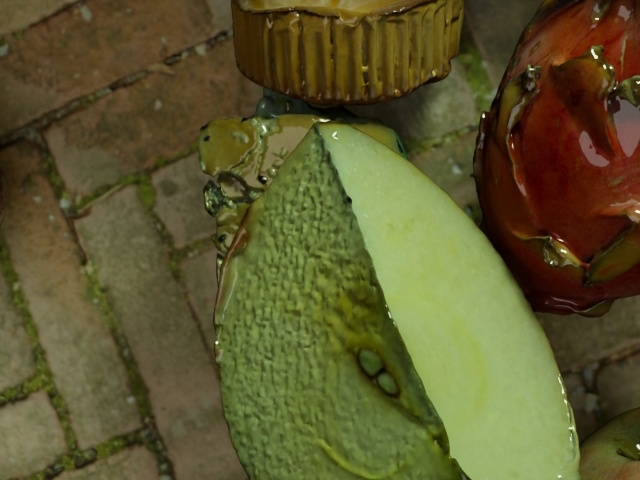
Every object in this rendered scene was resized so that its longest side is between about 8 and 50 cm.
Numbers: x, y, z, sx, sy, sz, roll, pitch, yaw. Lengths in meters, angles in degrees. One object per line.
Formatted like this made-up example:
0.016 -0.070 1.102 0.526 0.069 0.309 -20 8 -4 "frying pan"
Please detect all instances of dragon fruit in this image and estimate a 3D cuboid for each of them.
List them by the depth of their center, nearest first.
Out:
0.238 -0.081 1.313 0.250 0.250 0.315 10 102 12 "dragon fruit"

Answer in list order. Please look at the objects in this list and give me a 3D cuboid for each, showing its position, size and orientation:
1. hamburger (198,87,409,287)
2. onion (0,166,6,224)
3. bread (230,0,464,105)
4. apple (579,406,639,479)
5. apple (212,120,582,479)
0.000 0.000 1.422 0.192 0.168 0.288 -6 99 16 "hamburger"
-0.463 -0.041 1.475 0.354 0.353 0.353 3 103 14 "onion"
0.022 -0.182 1.373 0.199 0.199 0.104 5 122 13 "bread"
0.295 0.237 1.393 0.188 0.188 0.173 -11 113 16 "apple"
0.050 0.092 1.250 0.254 0.179 0.346 -21 72 -10 "apple"
